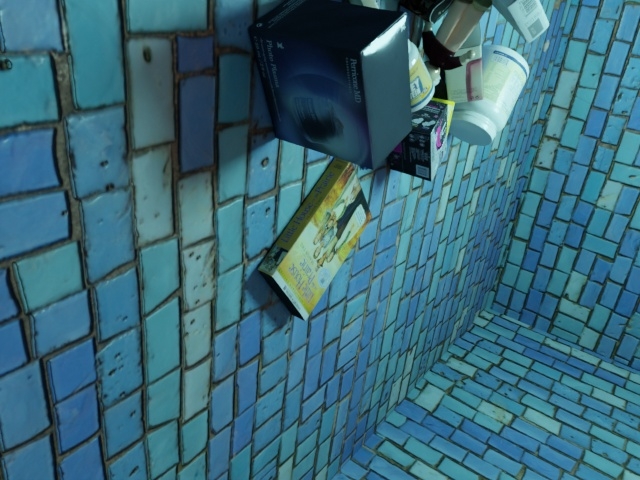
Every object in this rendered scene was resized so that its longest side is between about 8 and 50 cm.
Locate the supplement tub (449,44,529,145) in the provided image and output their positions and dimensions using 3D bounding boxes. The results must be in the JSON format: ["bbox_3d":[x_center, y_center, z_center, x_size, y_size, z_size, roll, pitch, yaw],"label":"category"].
[{"bbox_3d":[0.636,-0.557,2.154,0.324,0.235,0.235,-63,151,-7],"label":"supplement tub"}]

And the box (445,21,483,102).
[{"bbox_3d":[0.500,-0.619,1.945,0.232,0.127,0.148,66,27,-51],"label":"box"}]

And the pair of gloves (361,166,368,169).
[{"bbox_3d":[0.181,-0.317,1.786,0.198,0.023,0.159,-39,140,-41],"label":"pair of gloves"}]

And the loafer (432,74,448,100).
[{"bbox_3d":[0.427,-0.546,2.011,0.170,0.062,0.061,60,36,-59],"label":"loafer"}]

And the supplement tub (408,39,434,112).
[{"bbox_3d":[0.232,-0.483,1.610,0.144,0.144,0.199,-59,136,-15],"label":"supplement tub"}]

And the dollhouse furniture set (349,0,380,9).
[{"bbox_3d":[0.170,-0.670,1.342,0.242,0.212,0.161,-40,149,6],"label":"dollhouse furniture set"}]

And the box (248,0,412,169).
[{"bbox_3d":[0.030,-0.352,1.235,0.182,0.294,0.296,-49,146,-29],"label":"box"}]

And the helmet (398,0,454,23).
[{"bbox_3d":[0.316,-0.720,1.588,0.169,0.169,0.161,-9,134,-57],"label":"helmet"}]

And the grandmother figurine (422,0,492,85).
[{"bbox_3d":[0.391,-0.623,1.750,0.104,0.207,0.342,-14,149,-32],"label":"grandmother figurine"}]

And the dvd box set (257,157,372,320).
[{"bbox_3d":[0.000,0.000,1.668,0.420,0.062,0.307,-56,149,-20],"label":"dvd box set"}]

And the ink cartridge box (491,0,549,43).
[{"bbox_3d":[0.499,-0.784,1.638,0.091,0.385,0.308,-40,160,24],"label":"ink cartridge box"}]

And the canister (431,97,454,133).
[{"bbox_3d":[0.404,-0.417,1.979,0.073,0.126,0.169,-3,111,-38],"label":"canister"}]

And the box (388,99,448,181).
[{"bbox_3d":[0.322,-0.337,1.831,0.142,0.163,0.247,-60,156,-22],"label":"box"}]
